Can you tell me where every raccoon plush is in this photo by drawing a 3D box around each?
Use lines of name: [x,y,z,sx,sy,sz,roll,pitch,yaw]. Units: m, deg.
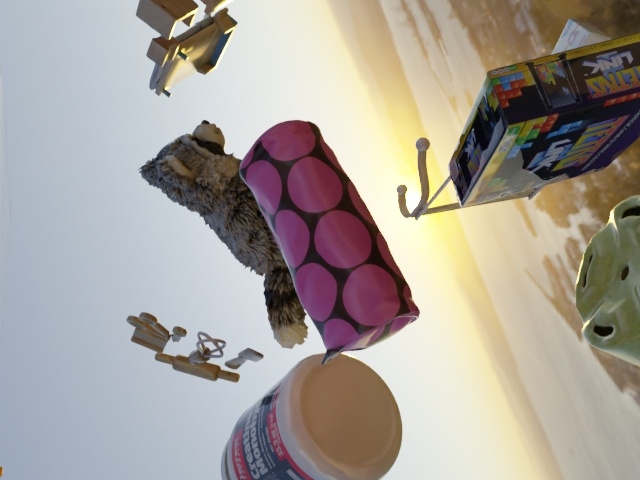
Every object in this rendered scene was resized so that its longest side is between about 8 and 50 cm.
raccoon plush: [-0.166,-0.005,1.200,0.299,0.216,0.446,-4,-105,-35]

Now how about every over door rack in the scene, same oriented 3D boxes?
over door rack: [0.271,-0.128,0.896,0.324,0.240,0.108,140,117,-69]

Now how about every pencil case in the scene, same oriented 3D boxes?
pencil case: [0.000,0.000,0.570,0.095,0.098,0.209,-13,-108,-41]

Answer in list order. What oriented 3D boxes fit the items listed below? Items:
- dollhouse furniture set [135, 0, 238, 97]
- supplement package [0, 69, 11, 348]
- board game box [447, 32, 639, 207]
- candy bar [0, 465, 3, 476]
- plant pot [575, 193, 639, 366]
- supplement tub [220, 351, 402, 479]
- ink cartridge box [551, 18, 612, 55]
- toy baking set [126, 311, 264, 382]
dollhouse furniture set: [-0.314,-0.425,1.218,0.198,0.303,0.286,40,-132,-2]
supplement package: [-0.293,0.049,0.357,0.198,0.199,0.262,136,132,-58]
board game box: [0.187,-0.089,0.506,0.170,0.141,0.048,81,175,-74]
candy bar: [-0.421,0.260,0.726,0.040,0.161,0.018,-56,-44,-39]
plant pot: [0.446,0.066,0.706,0.276,0.254,0.276,-163,90,-87]
supplement tub: [-0.023,0.301,0.937,0.191,0.272,0.191,18,-132,-21]
ink cartridge box: [0.502,-0.369,1.223,0.122,0.052,0.088,-89,16,-59]
toy baking set: [-0.208,0.184,1.028,0.196,0.256,0.030,83,-156,-59]
